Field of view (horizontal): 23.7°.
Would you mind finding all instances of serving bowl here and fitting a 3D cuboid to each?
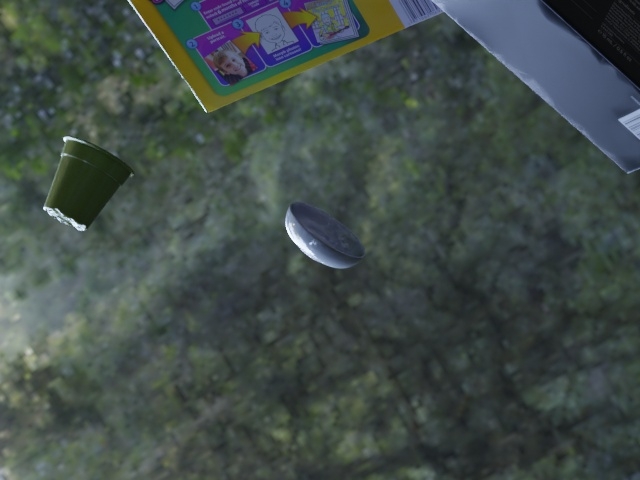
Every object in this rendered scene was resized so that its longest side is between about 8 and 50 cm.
[{"bbox_3d":[0.000,0.000,1.402,0.083,0.027,0.083,32,-163,-11],"label":"serving bowl"}]

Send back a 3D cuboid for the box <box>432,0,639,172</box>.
[{"bbox_3d":[0.230,-0.214,1.287,0.261,0.103,0.184,40,-117,-14],"label":"box"}]

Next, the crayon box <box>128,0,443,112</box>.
[{"bbox_3d":[-0.027,-0.247,1.400,0.165,0.278,0.081,56,-156,-33],"label":"crayon box"}]

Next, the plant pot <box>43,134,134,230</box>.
[{"bbox_3d":[-0.250,-0.055,1.600,0.083,0.083,0.079,37,-105,-41],"label":"plant pot"}]
